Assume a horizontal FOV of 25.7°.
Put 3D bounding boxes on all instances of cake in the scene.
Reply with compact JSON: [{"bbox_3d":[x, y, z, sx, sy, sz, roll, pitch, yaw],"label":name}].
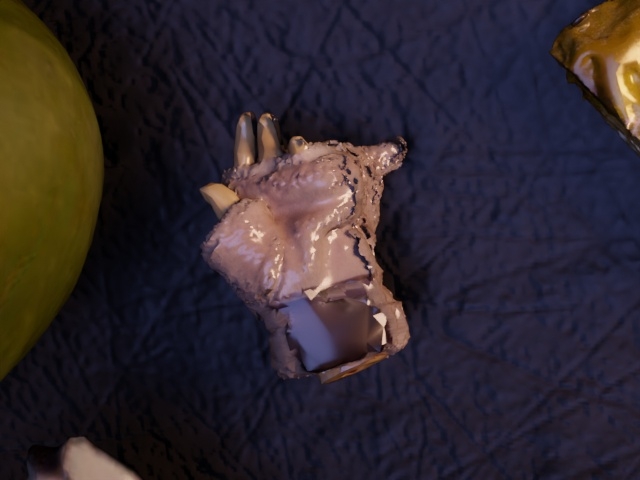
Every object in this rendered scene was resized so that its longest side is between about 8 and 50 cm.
[{"bbox_3d":[0.214,-0.066,0.724,0.185,0.080,0.116,42,93,12],"label":"cake"}]

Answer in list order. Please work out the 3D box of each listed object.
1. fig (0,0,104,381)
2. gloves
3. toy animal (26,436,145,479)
[{"bbox_3d":[-0.275,-0.008,0.731,0.316,0.316,0.316,2,101,12],"label":"fig"},{"bbox_3d":[-0.007,0.006,0.763,0.110,0.094,0.144,-1,80,3],"label":"gloves"},{"bbox_3d":[-0.212,0.267,0.763,0.310,0.251,0.251,-35,92,38],"label":"toy animal"}]
